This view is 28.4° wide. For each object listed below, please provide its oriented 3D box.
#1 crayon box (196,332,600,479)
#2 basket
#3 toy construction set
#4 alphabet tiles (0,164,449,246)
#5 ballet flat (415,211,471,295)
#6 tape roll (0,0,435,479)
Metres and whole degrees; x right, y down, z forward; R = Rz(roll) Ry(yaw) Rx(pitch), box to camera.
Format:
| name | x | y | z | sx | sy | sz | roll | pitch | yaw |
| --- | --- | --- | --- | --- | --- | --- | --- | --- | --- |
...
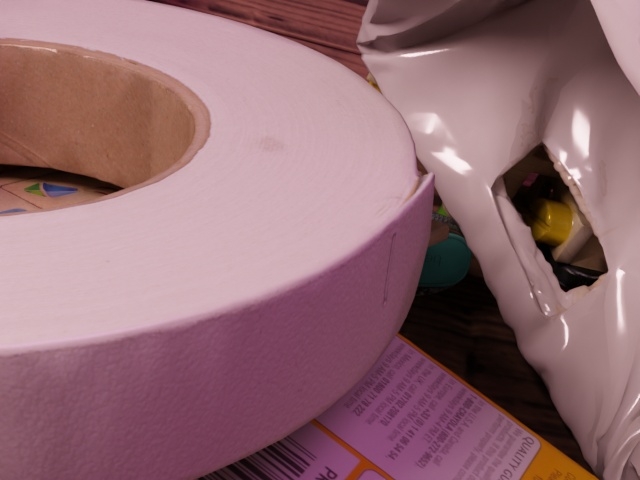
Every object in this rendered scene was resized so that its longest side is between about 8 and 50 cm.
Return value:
| name | x | y | z | sx | sy | sz | roll | pitch | yaw |
| --- | --- | --- | --- | --- | --- | --- | --- | --- | --- |
| crayon box | 0.069 | 0.179 | 0.511 | 0.323 | 0.083 | 0.203 | 35 | 38 | 12 |
| basket | 0.217 | -0.074 | 0.636 | 0.266 | 0.331 | 0.328 | -27 | 81 | -12 |
| toy construction set | 0.205 | -0.061 | 0.902 | 0.328 | 0.151 | 0.215 | 0 | 42 | -15 |
| alphabet tiles | -0.110 | -0.028 | 0.679 | 0.285 | 0.011 | 0.343 | 25 | 28 | 33 |
| ballet flat | 0.000 | 0.000 | 0.773 | 0.188 | 0.070 | 0.070 | 10 | 40 | -24 |
| tape roll | -0.150 | -0.025 | 0.548 | 0.392 | 0.072 | 0.392 | 5 | 26 | -2 |
